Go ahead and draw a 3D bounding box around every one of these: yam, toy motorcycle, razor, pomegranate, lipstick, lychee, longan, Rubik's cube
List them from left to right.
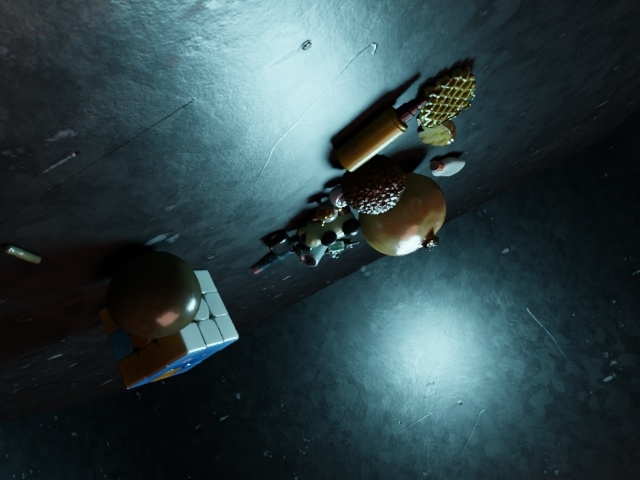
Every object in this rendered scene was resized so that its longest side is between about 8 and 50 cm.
[{"bbox_3d":[-0.629,0.030,1.018,0.021,0.021,0.116,-26,168,-7],"label":"yam"},{"bbox_3d":[-0.460,0.152,1.341,0.258,0.258,0.258,-26,167,-7],"label":"longan"},{"bbox_3d":[-0.518,0.295,1.658,0.292,0.291,0.290,-32,167,21],"label":"Rubik's cube"},{"bbox_3d":[-0.203,0.080,2.004,0.234,0.053,0.053,-32,166,30],"label":"lipstick"},{"bbox_3d":[-0.152,0.011,1.825,0.090,0.054,0.148,-31,168,0],"label":"razor"},{"bbox_3d":[0.013,0.024,2.036,0.275,0.124,0.187,-9,-175,-31],"label":"toy motorcycle"},{"bbox_3d":[0.145,-0.184,1.619,0.254,0.112,0.112,-20,165,-24],"label":"toy motorcycle"},{"bbox_3d":[0.160,-0.172,1.472,0.200,0.200,0.238,-32,-165,17],"label":"lychee"},{"bbox_3d":[0.318,-0.087,1.806,0.338,0.338,0.338,-26,167,-7],"label":"pomegranate"}]

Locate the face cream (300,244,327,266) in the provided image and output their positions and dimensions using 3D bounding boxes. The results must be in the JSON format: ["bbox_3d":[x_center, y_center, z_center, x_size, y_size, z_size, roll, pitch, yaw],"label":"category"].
[{"bbox_3d":[0.000,0.000,1.882,0.075,0.075,0.229,-44,-169,50],"label":"face cream"}]

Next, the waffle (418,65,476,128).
[{"bbox_3d":[0.340,-0.380,1.292,0.169,0.036,0.183,-28,154,3],"label":"waffle"}]

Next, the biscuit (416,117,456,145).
[{"bbox_3d":[0.355,-0.340,1.458,0.183,0.118,0.061,54,55,-73],"label":"biscuit"}]

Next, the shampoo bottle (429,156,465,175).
[{"bbox_3d":[0.505,-0.299,1.954,0.108,0.051,0.221,-34,166,34],"label":"shampoo bottle"}]

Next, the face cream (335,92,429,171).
[{"bbox_3d":[0.163,-0.287,1.262,0.273,0.078,0.078,-35,165,28],"label":"face cream"}]

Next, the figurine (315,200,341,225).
[{"bbox_3d":[0.039,-0.117,1.667,0.102,0.068,0.143,-6,-143,28],"label":"figurine"}]

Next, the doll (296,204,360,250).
[{"bbox_3d":[0.030,-0.050,1.777,0.234,0.143,0.135,-25,173,-13],"label":"doll"}]
